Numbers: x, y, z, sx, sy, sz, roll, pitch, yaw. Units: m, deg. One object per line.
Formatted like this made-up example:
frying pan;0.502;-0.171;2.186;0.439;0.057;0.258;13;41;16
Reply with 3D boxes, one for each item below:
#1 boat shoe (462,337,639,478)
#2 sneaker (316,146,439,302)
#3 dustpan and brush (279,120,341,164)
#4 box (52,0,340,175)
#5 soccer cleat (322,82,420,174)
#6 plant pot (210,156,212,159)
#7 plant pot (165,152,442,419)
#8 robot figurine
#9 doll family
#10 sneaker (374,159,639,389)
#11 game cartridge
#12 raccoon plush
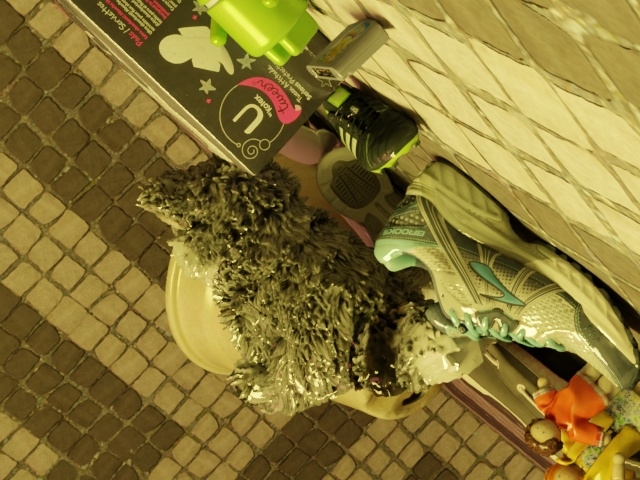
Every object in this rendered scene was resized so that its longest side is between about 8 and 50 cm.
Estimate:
boat shoe;0.265;0.161;1.622;0.335;0.112;0.095;33;140;39
sneaker;0.079;-0.025;1.748;0.232;0.090;0.115;53;180;-14
dustpan and brush;-0.023;-0.130;1.819;0.147;0.060;0.211;27;163;26
box;-0.121;-0.197;1.347;0.247;0.142;0.163;44;175;-20
soccer cleat;0.039;-0.107;1.350;0.072;0.060;0.179;45;178;-18
plant pot;-0.093;-0.067;2.289;0.188;0.167;0.187;43;176;13
plant pot;0.020;0.079;1.934;0.305;0.334;0.334;26;166;39
robot figurine;-0.057;-0.200;1.224;0.115;0.067;0.101;44;148;-15
doll family;0.317;0.233;1.459;0.263;0.163;0.118;40;175;32
sneaker;0.168;0.056;1.342;0.283;0.122;0.110;40;175;26
game cartridge;0.022;-0.145;1.115;0.017;0.056;0.083;51;172;-16
raccoon plush;0.000;0.000;1.571;0.446;0.216;0.299;-18;105;52
